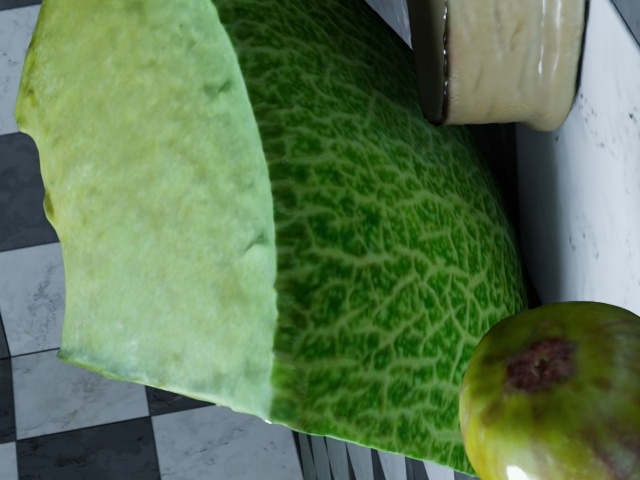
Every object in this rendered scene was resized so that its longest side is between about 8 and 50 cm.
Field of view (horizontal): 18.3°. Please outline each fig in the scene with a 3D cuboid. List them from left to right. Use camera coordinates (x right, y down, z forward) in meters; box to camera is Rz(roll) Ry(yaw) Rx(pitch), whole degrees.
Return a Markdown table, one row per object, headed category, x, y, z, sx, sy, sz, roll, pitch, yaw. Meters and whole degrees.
| category | x | y | z | sx | sy | sz | roll | pitch | yaw |
| --- | --- | --- | --- | --- | --- | --- | --- | --- | --- |
| fig | 0.121 | 0.075 | 0.772 | 0.166 | 0.093 | 0.093 | 21 | -132 | -48 |

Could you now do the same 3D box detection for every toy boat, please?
| category | x | y | z | sx | sy | sz | roll | pitch | yaw |
| --- | --- | --- | --- | --- | --- | --- | --- | --- | --- |
| toy boat | 0.071 | -0.114 | 0.867 | 0.188 | 0.061 | 0.116 | 86 | 172 | -54 |

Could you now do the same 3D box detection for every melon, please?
| category | x | y | z | sx | sy | sz | roll | pitch | yaw |
| --- | --- | --- | --- | --- | --- | --- | --- | --- | --- |
| melon | 0.000 | 0.000 | 1.026 | 0.343 | 0.226 | 0.331 | 14 | -142 | -52 |
